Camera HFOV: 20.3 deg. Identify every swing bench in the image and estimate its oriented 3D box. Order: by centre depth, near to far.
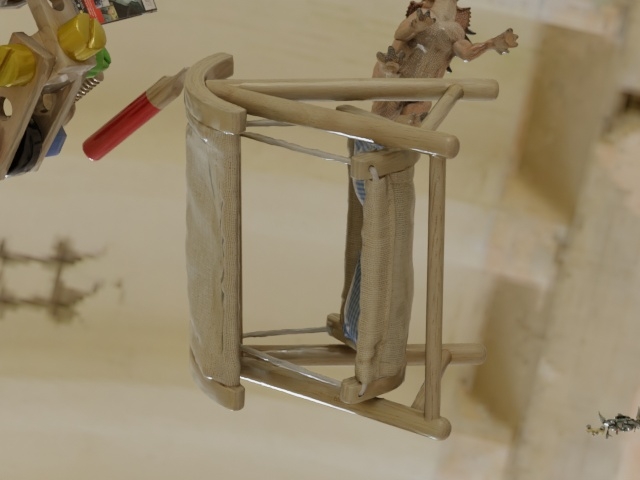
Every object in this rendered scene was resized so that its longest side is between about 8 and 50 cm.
[{"bbox_3d":[0.000,0.000,1.435,0.165,0.254,0.253,-51,-36,-63],"label":"swing bench"}]

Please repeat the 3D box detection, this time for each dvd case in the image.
[{"bbox_3d":[-0.212,-0.251,1.720,0.119,0.013,0.087,-25,-84,-50],"label":"dvd case"}]

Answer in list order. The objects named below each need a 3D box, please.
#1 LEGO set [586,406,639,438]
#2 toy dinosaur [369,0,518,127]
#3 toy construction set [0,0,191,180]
[{"bbox_3d":[0.324,0.204,1.950,0.083,0.054,0.023,107,171,-61],"label":"LEGO set"},{"bbox_3d":[0.117,-0.218,2.240,0.296,0.127,0.200,-50,12,-8],"label":"toy dinosaur"},{"bbox_3d":[-0.222,-0.197,1.513,0.309,0.237,0.257,25,-141,-46],"label":"toy construction set"}]
